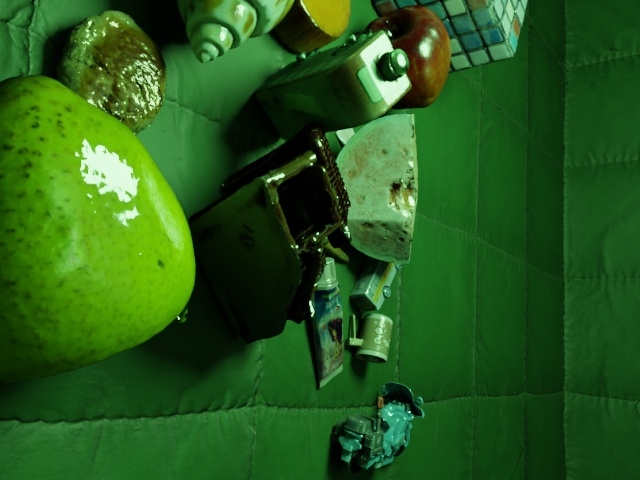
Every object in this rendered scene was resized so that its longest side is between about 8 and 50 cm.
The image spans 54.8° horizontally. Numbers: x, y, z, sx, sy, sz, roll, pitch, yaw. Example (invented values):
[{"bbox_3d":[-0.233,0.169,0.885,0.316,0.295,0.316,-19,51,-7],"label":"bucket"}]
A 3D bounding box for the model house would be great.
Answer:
[{"bbox_3d":[-0.028,-0.022,1.042,0.282,0.297,0.317,-42,118,-40],"label":"model house"}]

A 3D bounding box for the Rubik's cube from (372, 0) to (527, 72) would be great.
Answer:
[{"bbox_3d":[0.348,-0.639,1.603,0.293,0.286,0.292,45,54,-41],"label":"Rubik's cube"}]

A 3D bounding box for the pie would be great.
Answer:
[{"bbox_3d":[-0.292,-0.235,0.886,0.163,0.078,0.194,29,63,-45],"label":"pie"}]

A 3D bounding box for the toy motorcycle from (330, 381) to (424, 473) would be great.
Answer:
[{"bbox_3d":[0.138,0.415,1.380,0.272,0.123,0.182,6,93,-54],"label":"toy motorcycle"}]

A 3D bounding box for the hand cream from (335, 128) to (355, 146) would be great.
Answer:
[{"bbox_3d":[0.099,-0.178,1.449,0.216,0.038,0.052,59,17,-27],"label":"hand cream"}]

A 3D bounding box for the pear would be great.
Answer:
[{"bbox_3d":[-0.299,-0.034,0.731,0.342,0.238,0.318,-31,120,-50],"label":"pear"}]

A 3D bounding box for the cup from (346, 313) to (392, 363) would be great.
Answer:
[{"bbox_3d":[0.110,0.219,1.411,0.074,0.102,0.099,100,3,-67],"label":"cup"}]

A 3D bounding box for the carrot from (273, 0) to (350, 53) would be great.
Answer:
[{"bbox_3d":[-0.023,-0.542,1.256,0.258,0.100,0.308,27,64,-53],"label":"carrot"}]

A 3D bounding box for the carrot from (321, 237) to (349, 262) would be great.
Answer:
[{"bbox_3d":[0.000,0.000,1.294,0.254,0.049,0.049,36,60,-52],"label":"carrot"}]

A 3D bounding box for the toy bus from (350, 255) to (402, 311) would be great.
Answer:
[{"bbox_3d":[0.134,0.080,1.450,0.075,0.064,0.191,46,51,-26],"label":"toy bus"}]

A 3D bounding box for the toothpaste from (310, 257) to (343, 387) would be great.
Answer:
[{"bbox_3d":[0.014,0.169,1.292,0.096,0.061,0.266,-23,112,-53],"label":"toothpaste"}]

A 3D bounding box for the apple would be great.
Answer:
[{"bbox_3d":[0.192,-0.419,1.439,0.234,0.233,0.234,6,82,-53],"label":"apple"}]

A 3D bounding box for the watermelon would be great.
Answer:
[{"bbox_3d":[0.124,-0.118,1.386,0.175,0.188,0.322,-26,122,-79],"label":"watermelon"}]

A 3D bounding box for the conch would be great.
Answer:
[{"bbox_3d":[-0.144,-0.445,0.970,0.249,0.197,0.368,73,1,-59],"label":"conch"}]

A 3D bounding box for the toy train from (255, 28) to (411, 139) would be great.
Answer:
[{"bbox_3d":[0.017,-0.275,1.112,0.159,0.326,0.129,-47,118,-25],"label":"toy train"}]
